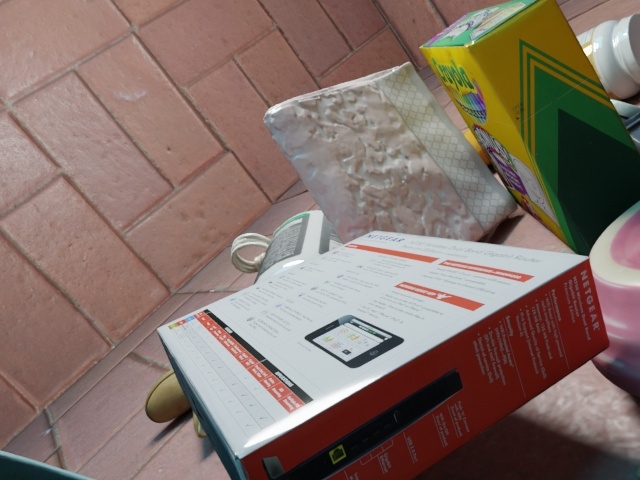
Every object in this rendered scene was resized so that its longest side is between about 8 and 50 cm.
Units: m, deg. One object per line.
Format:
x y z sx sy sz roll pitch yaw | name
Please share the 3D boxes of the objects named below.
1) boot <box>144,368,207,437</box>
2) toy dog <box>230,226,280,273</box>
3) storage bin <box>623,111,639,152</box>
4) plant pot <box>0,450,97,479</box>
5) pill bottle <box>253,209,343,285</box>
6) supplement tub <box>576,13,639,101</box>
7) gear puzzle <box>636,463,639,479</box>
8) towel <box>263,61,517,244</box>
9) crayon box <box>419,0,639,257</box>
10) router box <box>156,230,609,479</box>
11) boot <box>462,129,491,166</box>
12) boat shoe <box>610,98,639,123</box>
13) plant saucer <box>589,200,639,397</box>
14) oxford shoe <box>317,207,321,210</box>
-0.233 0.301 1.043 0.236 0.089 0.269 -41 16 -9 | boot
-0.014 0.020 1.169 0.333 0.220 0.161 -16 27 5 | toy dog
0.464 -0.136 0.701 0.135 0.098 0.091 -34 25 15 | storage bin
-0.131 0.306 0.242 0.341 0.341 0.334 -18 44 54 | plant pot
-0.011 0.094 0.903 0.204 0.204 0.361 -35 14 14 | pill bottle
0.509 -0.317 1.029 0.144 0.144 0.199 -47 17 -31 | supplement tub
0.314 0.128 0.347 0.339 0.044 0.175 -44 13 -33 | gear puzzle
0.121 -0.110 0.855 0.317 0.332 0.053 -30 -9 -32 | towel
0.280 -0.159 0.752 0.106 0.313 0.363 -35 14 12 | crayon box
0.024 0.091 0.521 0.301 0.082 0.335 -24 14 -20 | router box
0.295 -0.149 1.163 0.211 0.104 0.295 -47 13 -9 | boot
0.406 -0.193 0.920 0.319 0.116 0.099 -125 47 -66 | boat shoe
0.358 -0.003 0.442 0.332 0.084 0.332 -34 6 4 | plant saucer
0.000 0.000 1.397 0.133 0.130 0.364 -50 -1 36 | oxford shoe
